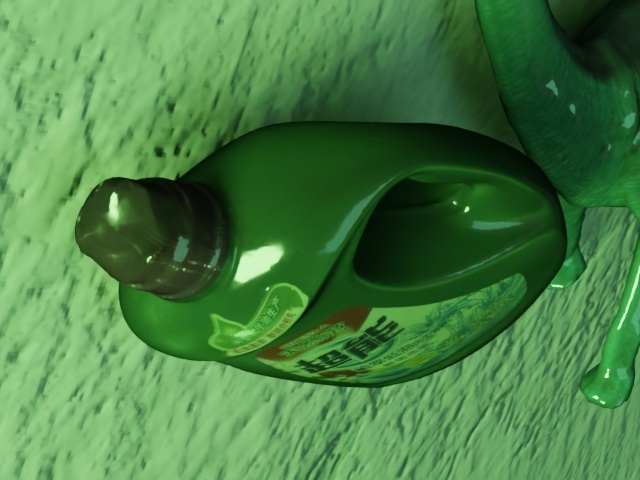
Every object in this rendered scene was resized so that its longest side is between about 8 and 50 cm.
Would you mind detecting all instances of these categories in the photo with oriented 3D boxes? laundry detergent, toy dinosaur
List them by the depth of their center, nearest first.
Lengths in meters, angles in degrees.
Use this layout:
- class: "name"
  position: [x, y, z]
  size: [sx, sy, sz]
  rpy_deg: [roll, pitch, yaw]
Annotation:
- class: "laundry detergent"
  position: [0.000, 0.000, 0.602]
  size: [0.144, 0.078, 0.222]
  rpy_deg: [-34, 154, 22]
- class: "toy dinosaur"
  position: [0.178, -0.120, 0.782]
  size: [0.383, 0.129, 0.331]
  rpy_deg: [-39, 135, -33]
